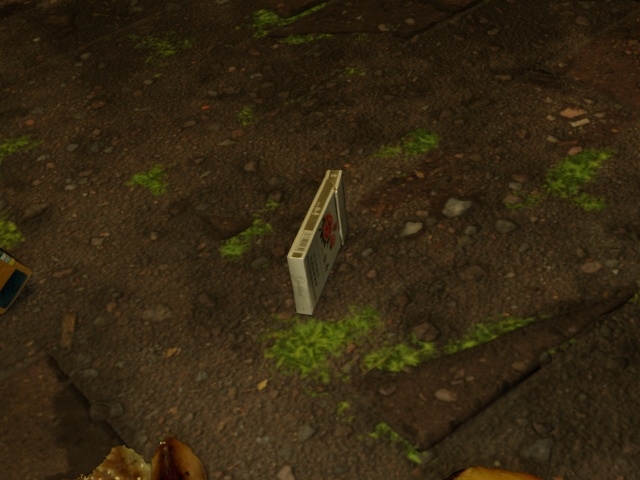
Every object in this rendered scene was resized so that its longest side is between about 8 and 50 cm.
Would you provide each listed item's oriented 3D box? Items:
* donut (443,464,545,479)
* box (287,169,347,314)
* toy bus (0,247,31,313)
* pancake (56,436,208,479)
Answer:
[{"bbox_3d":[0.174,0.341,0.989,0.253,0.118,0.254,-7,41,6],"label":"donut"},{"bbox_3d":[0.000,0.000,1.424,0.029,0.109,0.198,7,43,16],"label":"box"},{"bbox_3d":[-0.523,0.027,1.481,0.182,0.103,0.091,28,81,35],"label":"toy bus"},{"bbox_3d":[-0.215,0.324,1.119,0.212,0.056,0.257,-21,42,-16],"label":"pancake"}]
